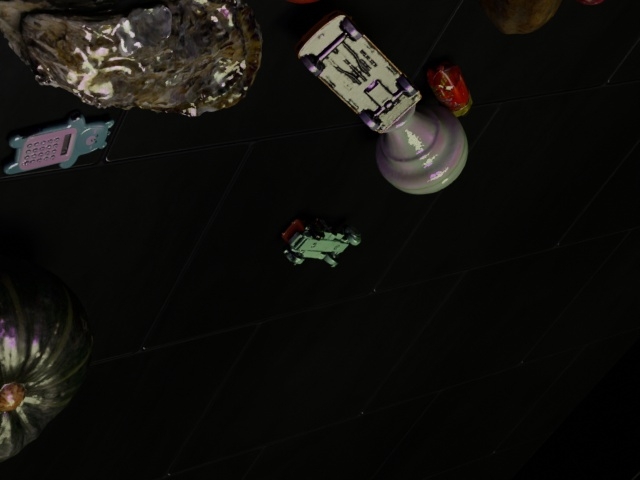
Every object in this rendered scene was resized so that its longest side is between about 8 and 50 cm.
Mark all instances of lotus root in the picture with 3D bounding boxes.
[{"bbox_3d":[0.265,-0.365,1.979,0.123,0.124,0.241,-57,162,-25],"label":"lotus root"}]

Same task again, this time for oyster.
[{"bbox_3d":[-0.205,-0.224,1.680,0.351,0.158,0.162,2,95,-41],"label":"oyster"}]

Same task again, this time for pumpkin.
[{"bbox_3d":[-0.442,0.150,1.950,0.300,0.207,0.300,-23,131,-30],"label":"pumpkin"}]

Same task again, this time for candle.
[{"bbox_3d":[0.189,-0.226,2.227,0.052,0.052,0.131,-35,156,3],"label":"candle"}]

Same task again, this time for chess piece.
[{"bbox_3d":[0.105,-0.182,2.149,0.139,0.139,0.272,-36,143,5],"label":"chess piece"}]

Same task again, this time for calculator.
[{"bbox_3d":[-0.319,-0.118,1.849,0.141,0.019,0.094,-17,147,-32],"label":"calculator"}]

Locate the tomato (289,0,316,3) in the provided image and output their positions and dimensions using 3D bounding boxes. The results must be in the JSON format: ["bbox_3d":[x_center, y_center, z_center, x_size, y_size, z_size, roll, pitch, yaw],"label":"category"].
[{"bbox_3d":[0.003,-0.332,1.793,0.155,0.069,0.156,-27,155,-14],"label":"tomato"}]

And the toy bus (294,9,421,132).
[{"bbox_3d":[0.042,-0.228,1.965,0.083,0.088,0.194,-41,132,10],"label":"toy bus"}]

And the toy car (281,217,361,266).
[{"bbox_3d":[0.000,0.000,2.403,0.073,0.054,0.143,-48,153,24],"label":"toy car"}]

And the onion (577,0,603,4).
[{"bbox_3d":[0.387,-0.384,2.134,0.107,0.097,0.107,-36,138,-40],"label":"onion"}]
